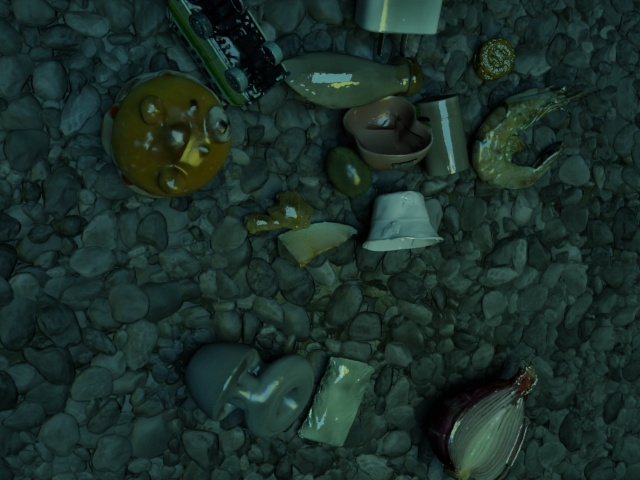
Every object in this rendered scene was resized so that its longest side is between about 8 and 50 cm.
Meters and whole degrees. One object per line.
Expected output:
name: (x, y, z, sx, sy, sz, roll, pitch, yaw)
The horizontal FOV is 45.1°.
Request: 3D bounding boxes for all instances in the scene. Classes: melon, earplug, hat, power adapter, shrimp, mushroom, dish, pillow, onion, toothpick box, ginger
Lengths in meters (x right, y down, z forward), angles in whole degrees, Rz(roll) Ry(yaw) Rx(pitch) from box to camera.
melon: (0.065, -0.161, 1.803, 0.098, 0.098, 0.131, -43, 103, -8)
earplug: (-0.155, 0.335, 1.777, 0.325, 0.175, 0.214, 21, 97, -30)
melon: (-0.006, -0.003, 1.812, 0.182, 0.098, 0.054, -29, 133, -29)
hat: (0.191, -0.048, 1.840, 0.203, 0.203, 0.126, 0, 79, -19)
power adapter: (0.179, -0.545, 1.753, 0.187, 0.124, 0.255, -2, 119, -18)
shrimp: (0.539, -0.270, 1.966, 0.360, 0.085, 0.247, -36, 117, -7)
mushroom: (0.066, -0.367, 1.753, 0.350, 0.128, 0.128, -5, 100, -18)
dish: (0.157, -0.235, 1.792, 0.213, 0.213, 0.090, -16, 143, -16)
pillow: (0.039, 0.398, 1.906, 0.128, 0.051, 0.229, 22, 93, -18)
onion: (0.414, 0.454, 1.992, 0.349, 0.159, 0.267, -50, 122, -13)
toothpick box: (0.293, -0.256, 1.860, 0.111, 0.111, 0.181, -17, 105, -16)
ginger: (-0.096, -0.067, 1.779, 0.165, 0.067, 0.096, -7, 102, -14)

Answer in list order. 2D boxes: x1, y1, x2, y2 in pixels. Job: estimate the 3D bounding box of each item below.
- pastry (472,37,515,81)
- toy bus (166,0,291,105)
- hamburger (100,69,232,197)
pastry: (0.428, -0.447, 1.908, 0.097, 0.057, 0.109, 16, 91, -15)
toy bus: (-0.208, -0.423, 1.631, 0.133, 0.165, 0.276, -42, 109, -25)
hamburger: (-0.311, -0.218, 1.592, 0.276, 0.237, 0.276, -4, 102, -19)
